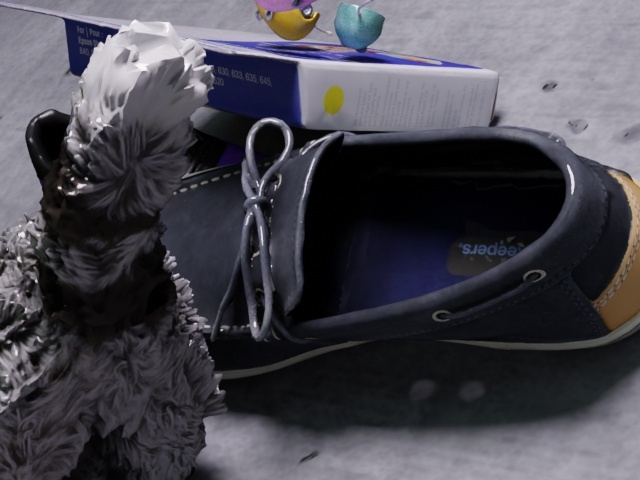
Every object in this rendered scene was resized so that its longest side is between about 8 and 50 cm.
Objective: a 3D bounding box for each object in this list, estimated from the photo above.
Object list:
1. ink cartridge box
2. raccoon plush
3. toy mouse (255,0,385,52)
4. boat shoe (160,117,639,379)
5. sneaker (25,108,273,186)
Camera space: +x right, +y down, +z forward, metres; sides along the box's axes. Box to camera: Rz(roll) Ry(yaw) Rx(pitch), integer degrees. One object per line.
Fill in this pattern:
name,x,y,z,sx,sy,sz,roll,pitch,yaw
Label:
ink cartridge box,-0.063,-0.140,1.358,0.307,0.072,0.304,-4,15,-44
raccoon plush,-0.209,0.013,1.172,0.299,0.216,0.446,38,111,40
toy mouse,-0.003,-0.177,1.261,0.143,0.161,0.031,11,79,48
boat shoe,0.000,0.000,1.186,0.500,0.156,0.186,-2,67,30
sneaker,-0.148,-0.064,1.398,0.293,0.146,0.102,4,46,37
